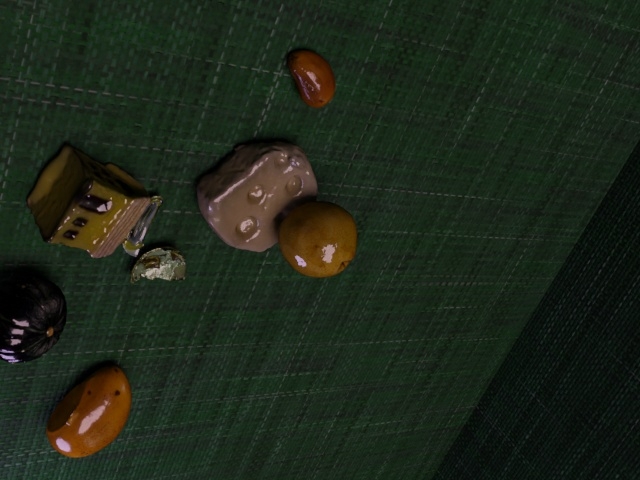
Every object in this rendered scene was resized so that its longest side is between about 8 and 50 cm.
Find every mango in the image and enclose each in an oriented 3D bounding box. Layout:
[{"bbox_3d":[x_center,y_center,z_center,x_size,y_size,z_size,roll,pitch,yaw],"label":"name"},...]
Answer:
[{"bbox_3d":[-0.637,0.484,2.251,0.191,0.160,0.290,32,94,-40],"label":"mango"},{"bbox_3d":[-0.015,-0.403,1.976,0.105,0.084,0.159,-39,138,-9],"label":"mango"}]

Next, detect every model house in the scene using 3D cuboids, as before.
[{"bbox_3d":[-0.525,-0.082,1.851,0.193,0.175,0.234,-51,147,12],"label":"model house"}]

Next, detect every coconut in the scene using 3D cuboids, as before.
[{"bbox_3d":[-0.424,0.062,2.106,0.158,0.055,0.133,15,114,-44],"label":"coconut"}]

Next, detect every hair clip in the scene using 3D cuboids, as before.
[{"bbox_3d":[-0.452,-0.042,2.014,0.060,0.033,0.188,15,118,-39],"label":"hair clip"}]

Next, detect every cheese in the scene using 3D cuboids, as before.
[{"bbox_3d":[-0.165,-0.117,2.089,0.326,0.115,0.318,2,124,-39],"label":"cheese"}]

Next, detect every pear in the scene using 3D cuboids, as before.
[{"bbox_3d":[0.000,0.000,2.084,0.209,0.209,0.209,-19,134,-21],"label":"pear"}]

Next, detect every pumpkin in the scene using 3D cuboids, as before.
[{"bbox_3d":[-0.709,0.187,1.908,0.220,0.162,0.220,-60,168,-22],"label":"pumpkin"}]
